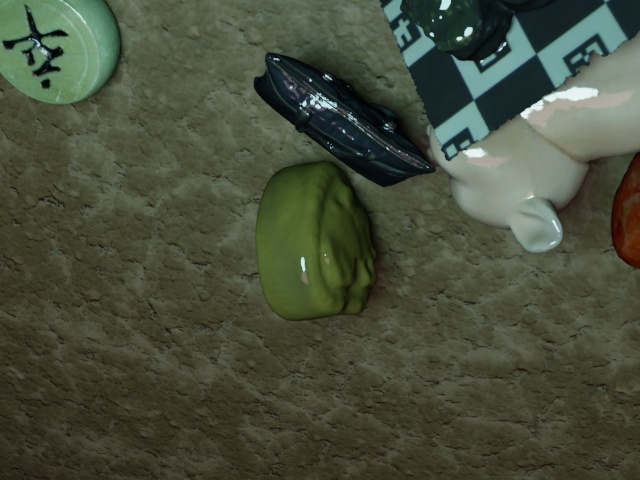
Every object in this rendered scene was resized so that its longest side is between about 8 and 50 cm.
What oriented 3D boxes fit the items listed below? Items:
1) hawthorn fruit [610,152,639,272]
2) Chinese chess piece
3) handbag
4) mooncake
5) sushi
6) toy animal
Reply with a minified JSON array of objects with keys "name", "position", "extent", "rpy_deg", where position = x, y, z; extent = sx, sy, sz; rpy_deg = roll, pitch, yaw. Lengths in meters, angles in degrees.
[{"name":"hawthorn fruit","position":[0.461,-0.030,1.044],"extent":[0.189,0.190,0.251],"rpy_deg":[20,149,2]},{"name":"Chinese chess piece","position":[-0.377,-0.284,1.167],"extent":[0.188,0.083,0.189],"rpy_deg":[7,126,10]},{"name":"handbag","position":[0.024,-0.155,1.082],"extent":[0.254,0.211,0.089],"rpy_deg":[34,88,-7]},{"name":"mooncake","position":[0.000,0.000,1.181],"extent":[0.117,0.235,0.235],"rpy_deg":[-7,123,26]},{"name":"sushi","position":[0.195,-0.305,0.850],"extent":[0.373,0.100,0.297],"rpy_deg":[-32,69,34]},{"name":"toy animal","position":[0.284,-0.146,0.996],"extent":[0.326,0.237,0.270],"rpy_deg":[-8,105,22]}]
